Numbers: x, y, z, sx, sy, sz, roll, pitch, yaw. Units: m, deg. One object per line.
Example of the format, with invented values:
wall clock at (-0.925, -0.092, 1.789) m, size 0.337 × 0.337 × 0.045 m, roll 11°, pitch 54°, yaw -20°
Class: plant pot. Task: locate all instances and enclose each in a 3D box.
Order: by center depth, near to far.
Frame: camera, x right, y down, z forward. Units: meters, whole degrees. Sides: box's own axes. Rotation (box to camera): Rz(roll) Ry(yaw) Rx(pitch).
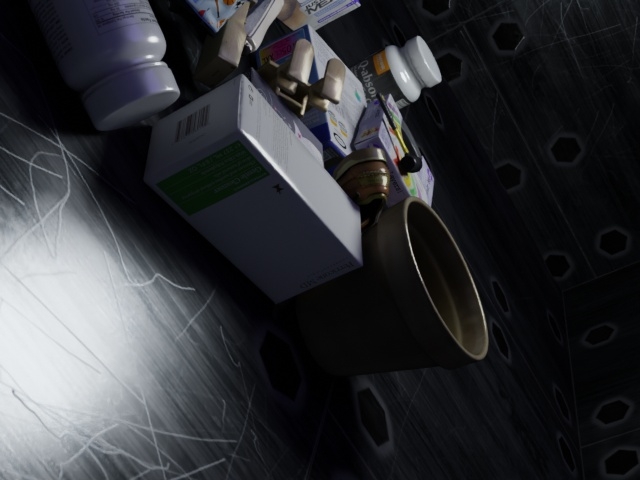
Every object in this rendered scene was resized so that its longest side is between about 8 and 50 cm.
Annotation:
plant pot at (0.117, 0.117, 1.707) m, size 0.323 × 0.280 × 0.323 m, roll 48°, pitch 28°, yaw -36°

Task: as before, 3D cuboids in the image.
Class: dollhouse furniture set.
dollhouse furniture set at (-0.099, -0.336, 1.744) m, size 0.242 × 0.212 × 0.161 m, roll 27°, pitch 59°, yaw -27°

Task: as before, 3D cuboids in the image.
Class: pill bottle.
pill bottle at (-0.323, -0.315, 1.325) m, size 0.283 × 0.160 × 0.160 m, roll 66°, pitch 22°, yaw 1°
pill bottle at (0.160, -0.406, 2.361) m, size 0.162 × 0.278 × 0.162 m, roll 49°, pitch 26°, yaw -34°

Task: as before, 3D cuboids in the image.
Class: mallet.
mallet at (0.167, -0.229, 1.952) m, size 0.062 × 0.039 × 0.190 m, roll 11°, pitch 55°, yaw -65°

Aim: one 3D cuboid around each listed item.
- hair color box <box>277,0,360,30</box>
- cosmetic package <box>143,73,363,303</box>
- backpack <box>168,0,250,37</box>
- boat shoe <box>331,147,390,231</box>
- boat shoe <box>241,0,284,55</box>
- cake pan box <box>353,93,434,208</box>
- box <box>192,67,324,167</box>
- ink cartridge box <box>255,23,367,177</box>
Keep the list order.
hair color box at (-0.062, -0.637, 2.225) m, size 0.338 × 0.185 × 0.110 m, roll 23°, pitch 48°, yaw -59°
cosmetic package at (-0.101, -0.076, 1.534) m, size 0.365 × 0.196 × 0.155 m, roll 46°, pitch 29°, yaw -36°
backpack at (-0.231, -0.502, 1.603) m, size 0.263 × 0.213 × 0.276 m, roll 59°, pitch 15°, yaw 26°
boat shoe at (0.052, -0.065, 1.762) m, size 0.307 × 0.110 × 0.105 m, roll 119°, pitch -39°, yaw -66°
boat shoe at (-0.174, -0.518, 1.917) m, size 0.341 × 0.127 × 0.158 m, roll -81°, pitch 148°, yaw -53°
cake pan box at (0.171, -0.174, 2.043) m, size 0.246 × 0.070 × 0.267 m, roll 62°, pitch 21°, yaw -21°
box at (-0.107, -0.164, 1.680) m, size 0.247 × 0.142 × 0.163 m, roll 43°, pitch 30°, yaw -43°
ink cartridge box at (0.006, -0.233, 1.997) m, size 0.270 × 0.151 × 0.396 m, roll 38°, pitch 33°, yaw -51°
